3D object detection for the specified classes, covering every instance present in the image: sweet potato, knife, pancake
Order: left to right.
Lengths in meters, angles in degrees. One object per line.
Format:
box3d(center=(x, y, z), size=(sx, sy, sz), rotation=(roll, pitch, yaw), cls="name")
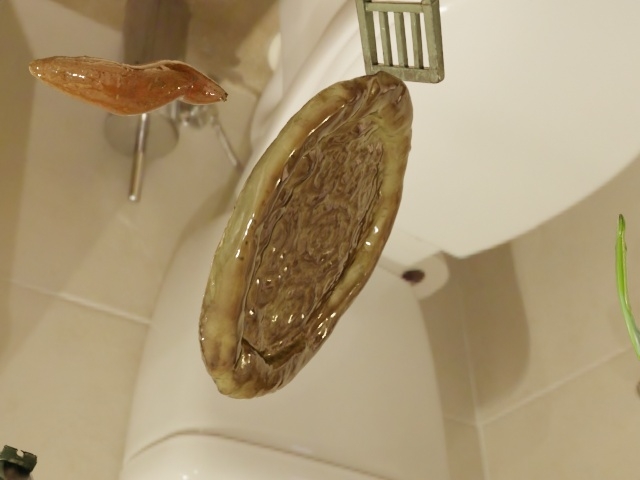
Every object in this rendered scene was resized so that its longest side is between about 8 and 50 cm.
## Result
box3d(center=(-0.192, -0.156, 0.890), size=(0.202, 0.055, 0.058), rotation=(-2, 117, -34), cls="sweet potato")
box3d(center=(-0.001, 0.000, 0.624), size=(0.031, 0.250, 0.250), rotation=(25, 149, 23), cls="pancake")
box3d(center=(0.276, 0.054, 0.777), size=(0.023, 0.078, 0.166), rotation=(-15, 114, 18), cls="knife")

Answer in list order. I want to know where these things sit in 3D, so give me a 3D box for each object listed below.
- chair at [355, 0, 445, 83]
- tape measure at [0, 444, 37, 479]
box3d(center=(0.133, -0.371, 1.209), size=(0.136, 0.147, 0.270), rotation=(13, 129, 40), cls="chair")
box3d(center=(-0.180, 0.226, 0.623), size=(0.180, 0.107, 0.104), rotation=(29, 175, -41), cls="tape measure")
